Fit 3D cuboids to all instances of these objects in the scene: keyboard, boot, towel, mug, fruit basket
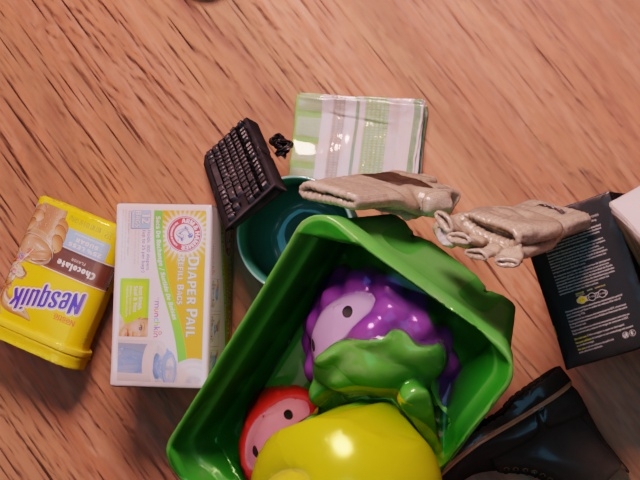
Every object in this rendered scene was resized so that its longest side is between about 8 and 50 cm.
[{"bbox_3d":[-0.078,-0.085,1.446,0.108,0.180,0.023,-36,121,7],"label":"keyboard"},{"bbox_3d":[0.217,0.247,1.413,0.198,0.077,0.137,-37,86,7],"label":"boot"},{"bbox_3d":[0.041,-0.109,1.491,0.152,0.023,0.113,5,86,11],"label":"towel"},{"bbox_3d":[-0.009,0.005,1.454,0.158,0.097,0.129,37,93,10],"label":"mug"},{"bbox_3d":[0.010,0.189,1.261,0.283,0.392,0.392,38,93,10],"label":"fruit basket"}]

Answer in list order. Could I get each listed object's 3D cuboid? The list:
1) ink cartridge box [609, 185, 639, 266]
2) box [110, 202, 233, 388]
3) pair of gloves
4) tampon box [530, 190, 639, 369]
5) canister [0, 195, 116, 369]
[{"bbox_3d":[0.483,0.017,1.259,0.309,0.130,0.272,-30,106,6],"label":"ink cartridge box"},{"bbox_3d":[-0.163,0.061,1.475,0.114,0.103,0.203,0,86,10],"label":"box"},{"bbox_3d":[0.121,-0.025,1.283,0.240,0.204,0.042,16,104,26],"label":"pair of gloves"},{"bbox_3d":[0.291,0.040,1.377,0.101,0.120,0.161,-20,82,23],"label":"tampon box"},{"bbox_3d":[-0.298,0.047,1.517,0.126,0.073,0.170,22,89,11],"label":"canister"}]
